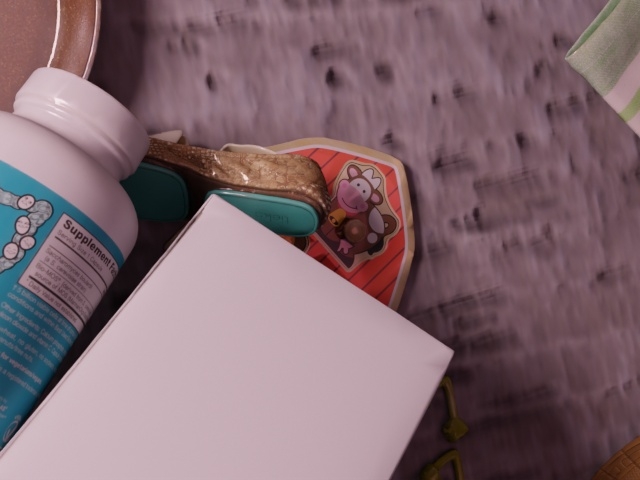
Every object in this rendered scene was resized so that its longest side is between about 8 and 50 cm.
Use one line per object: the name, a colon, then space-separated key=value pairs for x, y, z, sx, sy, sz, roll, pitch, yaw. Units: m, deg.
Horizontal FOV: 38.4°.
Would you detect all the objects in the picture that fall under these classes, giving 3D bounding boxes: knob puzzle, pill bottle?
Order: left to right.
pill bottle: x=-0.214 y=0.019 z=0.583 sx=0.146 sy=0.146 sz=0.264 roll=34 pitch=68 yaw=-15
knob puzzle: x=0.000 y=0.000 z=0.761 sx=0.213 sy=0.030 sz=0.213 roll=-1 pitch=94 yaw=-15

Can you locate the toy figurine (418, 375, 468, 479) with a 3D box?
toy figurine: x=0.087 y=0.304 z=0.712 sx=0.191 sy=0.217 sz=0.362 roll=-7 pitch=97 yaw=-15

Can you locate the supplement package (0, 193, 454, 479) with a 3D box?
supplement package: x=-0.070 y=0.141 z=0.612 sx=0.204 sy=0.145 sz=0.261 roll=33 pitch=55 yaw=2

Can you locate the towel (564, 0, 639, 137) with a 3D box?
towel: x=0.414 y=-0.151 z=0.862 sx=0.325 sy=0.038 sz=0.248 roll=41 pitch=84 yaw=-15

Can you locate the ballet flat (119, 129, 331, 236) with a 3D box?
ballet flat: x=-0.093 y=-0.049 z=0.712 sx=0.206 sy=0.073 sz=0.067 roll=11 pitch=49 yaw=-2

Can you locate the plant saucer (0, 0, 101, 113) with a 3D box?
plant saucer: x=-0.315 y=-0.172 z=0.650 sx=0.311 sy=0.050 sz=0.310 roll=-1 pitch=94 yaw=-16

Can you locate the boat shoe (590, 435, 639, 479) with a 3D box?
boat shoe: x=0.275 y=0.292 z=0.830 sx=0.096 sy=0.098 sz=0.277 roll=35 pitch=92 yaw=-16
